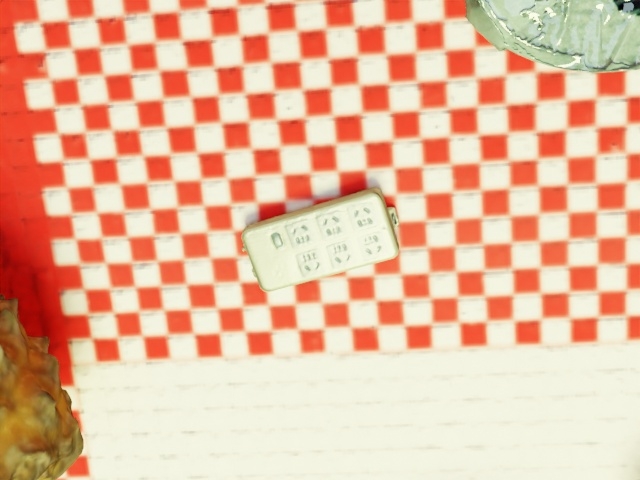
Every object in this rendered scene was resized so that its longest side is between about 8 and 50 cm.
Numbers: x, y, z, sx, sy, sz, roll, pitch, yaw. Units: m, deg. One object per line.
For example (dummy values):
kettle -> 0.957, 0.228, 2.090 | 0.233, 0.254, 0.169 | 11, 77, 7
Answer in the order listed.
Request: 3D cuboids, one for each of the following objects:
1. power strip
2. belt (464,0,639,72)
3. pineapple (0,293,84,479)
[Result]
power strip -> 0.000, 0.000, 0.595 | 0.090, 0.016, 0.040 | -16, 106, 10
belt -> 0.151, -0.162, 0.496 | 0.198, 0.078, 0.151 | -37, 105, 13
pineapple -> -0.290, 0.019, 0.571 | 0.175, 0.175, 0.361 | -43, 83, 17
